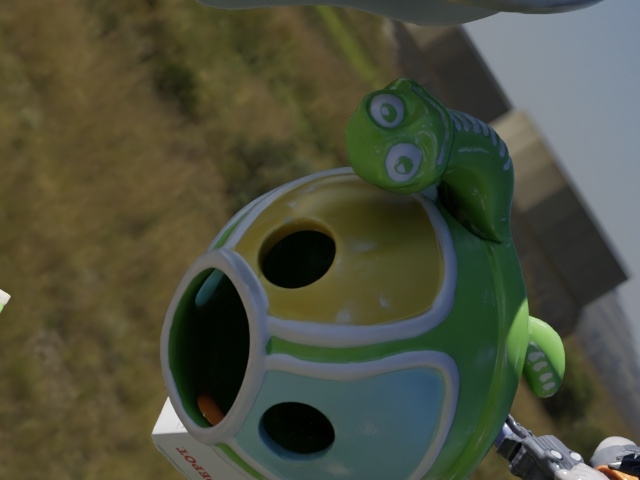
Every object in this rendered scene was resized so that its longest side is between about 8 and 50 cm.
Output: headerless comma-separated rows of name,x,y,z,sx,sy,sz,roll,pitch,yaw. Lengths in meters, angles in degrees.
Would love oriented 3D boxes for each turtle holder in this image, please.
turtle holder,0.030,0.058,1.243,0.227,0.320,0.243,-1,68,-35

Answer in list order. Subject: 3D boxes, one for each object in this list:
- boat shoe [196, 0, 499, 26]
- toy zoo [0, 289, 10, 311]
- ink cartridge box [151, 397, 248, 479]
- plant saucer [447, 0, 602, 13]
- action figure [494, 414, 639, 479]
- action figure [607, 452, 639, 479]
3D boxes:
boat shoe,0.030,-0.248,1.445,0.113,0.306,0.105,69,31,-41
toy zoo,-0.500,0.135,1.951,0.192,0.293,0.030,31,-28,-10
ink cartridge box,-0.010,0.219,1.894,0.201,0.278,0.117,53,45,-36
plant saucer,0.051,-0.296,1.217,0.400,0.100,0.400,19,49,-23
action figure,0.314,0.213,1.652,0.330,0.178,0.341,-9,40,-43
action figure,0.308,0.124,1.276,0.141,0.164,0.275,-93,-170,-66
